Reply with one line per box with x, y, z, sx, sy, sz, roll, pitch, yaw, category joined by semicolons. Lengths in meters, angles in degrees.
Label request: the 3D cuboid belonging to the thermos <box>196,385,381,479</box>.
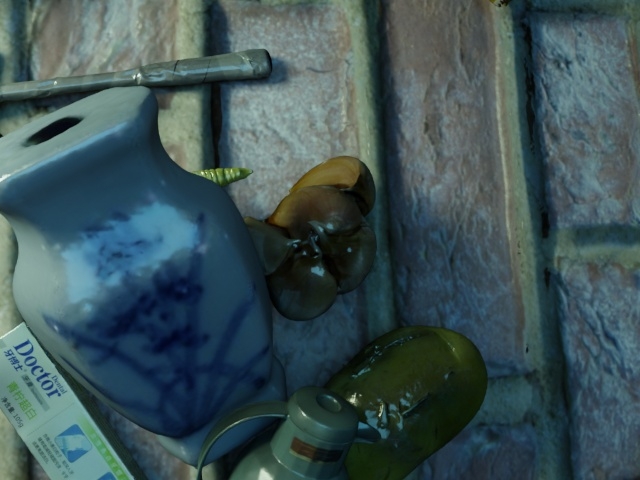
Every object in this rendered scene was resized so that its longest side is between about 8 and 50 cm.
-0.059;0.295;0.677;0.182;0.145;0.286;17;105;-12;thermos

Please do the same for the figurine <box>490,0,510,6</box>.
0.317;-0.450;0.952;0.176;0.121;0.122;-21;58;-26;figurine

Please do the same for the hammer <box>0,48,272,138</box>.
-0.278;-0.231;0.826;0.427;0.044;0.152;-13;85;-12;hammer

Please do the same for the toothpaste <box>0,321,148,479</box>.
-0.292;0.257;0.735;0.081;0.067;0.336;-35;89;-12;toothpaste

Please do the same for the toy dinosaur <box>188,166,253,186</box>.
-0.217;-0.056;0.764;0.260;0.153;0.094;-13;86;-21;toy dinosaur

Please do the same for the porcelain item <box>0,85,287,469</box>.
-0.179;0.058;0.647;0.243;0.178;0.405;-30;122;-14;porcelain item

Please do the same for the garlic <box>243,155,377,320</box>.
0.000;0.000;0.787;0.214;0.191;0.160;-34;113;-25;garlic

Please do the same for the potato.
0.103;0.206;0.775;0.248;0.143;0.169;-29;101;-15;potato
